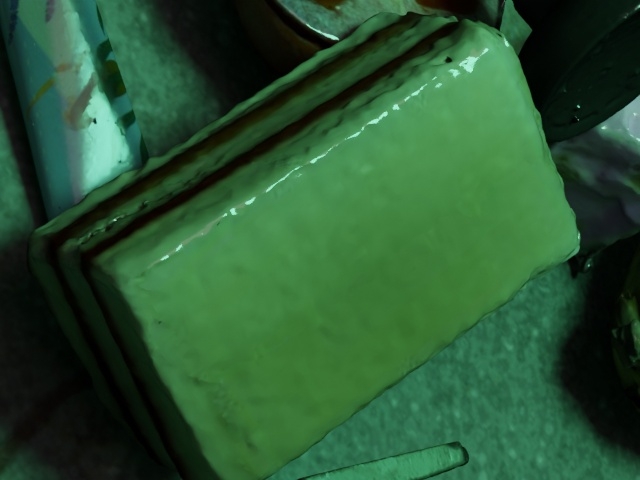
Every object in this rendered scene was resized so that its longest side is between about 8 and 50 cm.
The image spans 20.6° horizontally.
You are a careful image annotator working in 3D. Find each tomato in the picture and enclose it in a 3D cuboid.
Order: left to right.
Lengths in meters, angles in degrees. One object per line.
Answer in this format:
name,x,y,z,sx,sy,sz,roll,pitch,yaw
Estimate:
tomato,0.014,-0.187,1.259,0.228,0.112,0.199,1,64,-36

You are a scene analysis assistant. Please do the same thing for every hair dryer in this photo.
hair dryer,0.079,-0.217,1.131,0.320,0.156,0.284,49,25,11

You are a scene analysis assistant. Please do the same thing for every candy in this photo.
candy,0.000,0.000,1.090,0.320,0.135,0.179,-34,118,-26
candy,0.247,-0.120,1.363,0.116,0.155,0.265,38,54,-13

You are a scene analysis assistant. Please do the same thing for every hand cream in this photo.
hand cream,-0.161,-0.101,1.143,0.091,0.058,0.271,-13,83,-31

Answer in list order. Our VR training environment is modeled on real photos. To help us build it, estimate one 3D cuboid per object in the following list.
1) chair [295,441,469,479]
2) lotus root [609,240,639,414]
chair,-0.034,0.217,1.043,0.270,0.147,0.136,-6,76,-37
lotus root,0.326,0.014,1.348,0.183,0.183,0.310,39,54,-16
